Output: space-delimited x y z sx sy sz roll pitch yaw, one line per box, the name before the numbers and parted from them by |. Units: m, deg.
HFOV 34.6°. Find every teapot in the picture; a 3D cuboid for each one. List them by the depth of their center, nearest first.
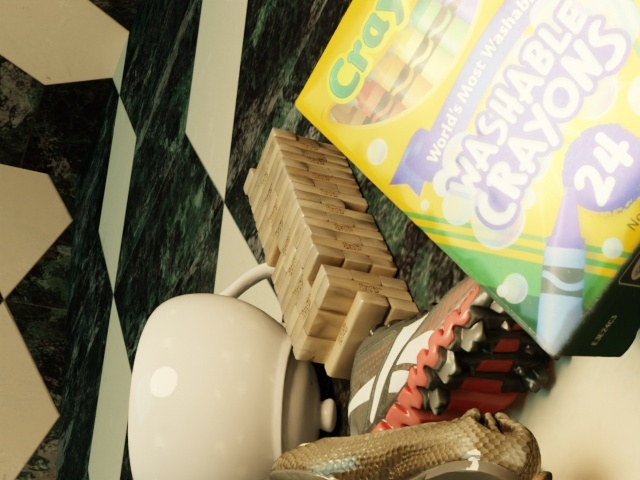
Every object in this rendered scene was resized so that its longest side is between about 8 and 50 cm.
teapot | -0.076 0.169 1.055 0.252 0.187 0.256 -53 -38 -77

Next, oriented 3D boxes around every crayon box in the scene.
crayon box | 0.114 -0.106 0.650 0.323 0.083 0.203 47 116 37

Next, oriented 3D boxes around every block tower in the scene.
block tower | 0.000 0.000 1.064 0.335 0.091 0.097 -113 41 -55

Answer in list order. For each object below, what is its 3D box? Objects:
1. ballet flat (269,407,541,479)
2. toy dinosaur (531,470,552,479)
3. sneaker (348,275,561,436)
ballet flat | 0.053 0.154 0.710 0.250 0.084 0.058 -24 35 51
toy dinosaur | 0.107 0.253 0.641 0.296 0.127 0.200 129 156 -71
sneaker | 0.091 0.090 0.780 0.135 0.097 0.276 -106 33 -45
